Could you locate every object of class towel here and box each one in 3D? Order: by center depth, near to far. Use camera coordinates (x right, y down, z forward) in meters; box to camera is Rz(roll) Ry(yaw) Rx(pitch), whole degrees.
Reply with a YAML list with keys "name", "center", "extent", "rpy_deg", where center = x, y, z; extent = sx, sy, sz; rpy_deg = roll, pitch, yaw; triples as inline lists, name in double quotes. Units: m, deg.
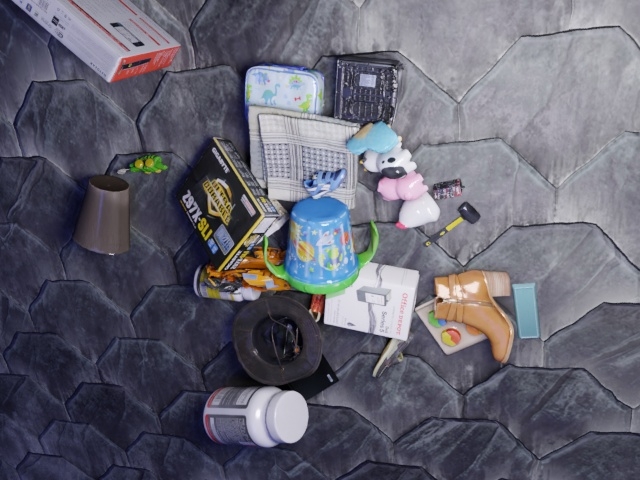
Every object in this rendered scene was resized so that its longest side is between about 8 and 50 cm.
- name: "towel"
  center: [-0.051, -0.225, 1.507]
  extent: [0.324, 0.056, 0.312]
  rpy_deg: [12, 140, 10]

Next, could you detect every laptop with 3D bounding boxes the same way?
- name: "laptop"
  center: [-0.110, 0.466, 1.948]
  extent: [0.264, 0.136, 0.234]
  rpy_deg: [-13, 112, 50]

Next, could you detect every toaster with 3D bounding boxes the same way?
- name: "toaster"
  center: [0.134, -0.395, 1.396]
  extent: [0.185, 0.110, 0.168]
  rpy_deg: [9, 119, 13]

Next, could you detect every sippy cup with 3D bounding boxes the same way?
- name: "sippy cup"
  center: [0.000, 0.000, 1.544]
  extent: [0.240, 0.305, 0.224]
  rpy_deg: [24, 131, 36]

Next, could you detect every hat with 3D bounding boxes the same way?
- name: "hat"
  center: [-0.130, 0.319, 1.784]
  extent: [0.331, 0.134, 0.332]
  rpy_deg: [4, 101, 19]

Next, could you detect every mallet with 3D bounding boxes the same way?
- name: "mallet"
  center: [0.370, -0.045, 1.541]
  extent: [0.189, 0.039, 0.062]
  rpy_deg: [-32, 104, 31]

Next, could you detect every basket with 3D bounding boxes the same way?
- name: "basket"
  center: [-0.198, -0.057, 1.662]
  extent: [0.167, 0.113, 0.103]
  rpy_deg: [-34, 100, 28]
- name: "basket"
  center: [-0.730, -0.094, 1.791]
  extent: [0.204, 0.154, 0.227]
  rpy_deg: [21, 116, 5]

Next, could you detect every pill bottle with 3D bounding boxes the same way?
- name: "pill bottle"
  center: [-0.311, 0.144, 1.791]
  extent: [0.208, 0.119, 0.119]
  rpy_deg: [5, 116, 14]
- name: "pill bottle"
  center: [-0.235, 0.635, 1.913]
  extent: [0.362, 0.210, 0.210]
  rpy_deg: [-13, 111, 38]

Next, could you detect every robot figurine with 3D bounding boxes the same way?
- name: "robot figurine"
  center: [-0.230, 0.084, 1.695]
  extent: [0.290, 0.211, 0.085]
  rpy_deg: [3, 126, 4]

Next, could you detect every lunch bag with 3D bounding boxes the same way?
- name: "lunch bag"
  center: [-0.099, -0.402, 1.476]
  extent: [0.218, 0.090, 0.176]
  rpy_deg: [10, 119, 12]

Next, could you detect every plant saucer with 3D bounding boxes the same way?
- name: "plant saucer"
  center: [0.624, 0.217, 1.599]
  extent: [0.067, 0.018, 0.192]
  rpy_deg: [-7, 114, 20]

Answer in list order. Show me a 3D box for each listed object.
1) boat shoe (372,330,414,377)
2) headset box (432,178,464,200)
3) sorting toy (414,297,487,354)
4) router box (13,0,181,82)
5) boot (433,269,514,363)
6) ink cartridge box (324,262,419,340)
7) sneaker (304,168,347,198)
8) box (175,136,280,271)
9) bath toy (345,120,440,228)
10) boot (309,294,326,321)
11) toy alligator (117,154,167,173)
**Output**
- name: "boat shoe"
  center: [0.242, 0.381, 1.760]
  extent: [0.073, 0.080, 0.224]
  rpy_deg: [27, 115, 9]
- name: "headset box"
  center: [0.360, -0.144, 1.477]
  extent: [0.083, 0.062, 0.032]
  rpy_deg: [-9, 113, 20]
- name: "sorting toy"
  center: [0.429, 0.257, 1.665]
  extent: [0.193, 0.038, 0.208]
  rpy_deg: [-32, 103, 27]
- name: "router box"
  center: [-0.591, -0.587, 1.416]
  extent: [0.335, 0.301, 0.082]
  rpy_deg: [41, 119, -4]
- name: "boot"
  center: [0.448, 0.228, 1.563]
  extent: [0.220, 0.109, 0.284]
  rpy_deg: [-4, 100, 3]
- name: "ink cartridge box"
  center: [0.160, 0.181, 1.666]
  extent: [0.272, 0.115, 0.198]
  rpy_deg: [10, 118, 12]
- name: "sneaker"
  center: [0.013, -0.167, 1.481]
  extent: [0.144, 0.053, 0.059]
  rpy_deg: [-26, 120, 36]
- name: "box"
  center: [-0.291, -0.107, 1.598]
  extent: [0.257, 0.079, 0.322]
  rpy_deg: [-48, 63, 30]
- name: "bath toy"
  center: [0.204, -0.158, 1.437]
  extent: [0.129, 0.151, 0.348]
  rpy_deg: [-35, 127, 5]
- name: "boot"
  center: [-0.003, 0.196, 1.743]
  extent: [0.059, 0.085, 0.158]
  rpy_deg: [15, 117, 12]
- name: "toy alligator"
  center: [-0.581, -0.250, 1.724]
  extent: [0.189, 0.056, 0.051]
  rpy_deg: [-2, 73, 19]
